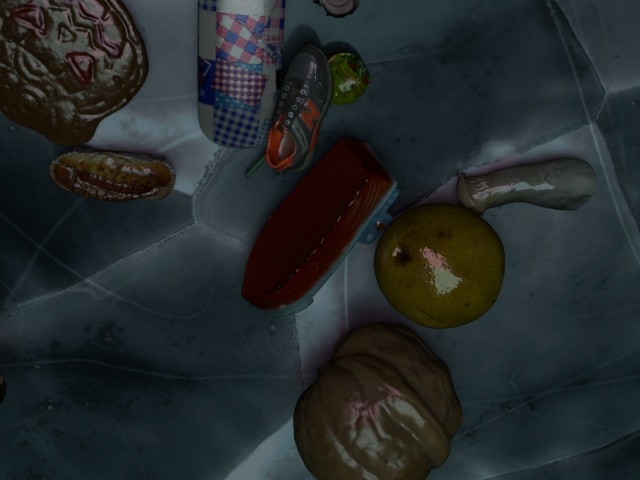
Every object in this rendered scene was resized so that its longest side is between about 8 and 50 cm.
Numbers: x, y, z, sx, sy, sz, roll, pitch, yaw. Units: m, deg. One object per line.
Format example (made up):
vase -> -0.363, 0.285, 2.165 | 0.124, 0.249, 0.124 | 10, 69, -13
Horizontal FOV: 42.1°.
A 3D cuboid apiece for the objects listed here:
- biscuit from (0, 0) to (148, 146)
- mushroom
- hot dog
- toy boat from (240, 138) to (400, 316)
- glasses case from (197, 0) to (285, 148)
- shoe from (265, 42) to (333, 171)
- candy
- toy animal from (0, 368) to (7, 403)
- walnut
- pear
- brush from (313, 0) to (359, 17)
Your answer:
biscuit -> -0.396, -0.282, 1.208 | 0.257, 0.049, 0.273 | -42, 111, 15
mushroom -> 0.332, -0.087, 1.354 | 0.223, 0.092, 0.081 | -6, 73, -6
hot dog -> -0.321, -0.102, 1.290 | 0.192, 0.053, 0.099 | 6, 135, -12
toy boat -> 0.000, 0.000, 1.341 | 0.133, 0.145, 0.332 | 22, 116, -45
glasses case -> -0.116, -0.292, 1.212 | 0.125, 0.076, 0.328 | 3, 115, -4
shoe -> -0.035, -0.189, 1.215 | 0.074, 0.077, 0.195 | 21, 112, 20
candy -> -0.029, -0.187, 1.288 | 0.077, 0.073, 0.262 | 46, 112, -4
toy animal -> -0.701, 0.201, 1.335 | 0.344, 0.194, 0.303 | -26, 110, 14
walnut -> 0.098, 0.300, 1.424 | 0.296, 0.285, 0.285 | -48, 116, -22
pear -> 0.185, 0.036, 1.330 | 0.208, 0.209, 0.209 | -2, 116, -4
brush -> -0.025, -0.460, 1.153 | 0.072, 0.067, 0.313 | -12, 117, 43
